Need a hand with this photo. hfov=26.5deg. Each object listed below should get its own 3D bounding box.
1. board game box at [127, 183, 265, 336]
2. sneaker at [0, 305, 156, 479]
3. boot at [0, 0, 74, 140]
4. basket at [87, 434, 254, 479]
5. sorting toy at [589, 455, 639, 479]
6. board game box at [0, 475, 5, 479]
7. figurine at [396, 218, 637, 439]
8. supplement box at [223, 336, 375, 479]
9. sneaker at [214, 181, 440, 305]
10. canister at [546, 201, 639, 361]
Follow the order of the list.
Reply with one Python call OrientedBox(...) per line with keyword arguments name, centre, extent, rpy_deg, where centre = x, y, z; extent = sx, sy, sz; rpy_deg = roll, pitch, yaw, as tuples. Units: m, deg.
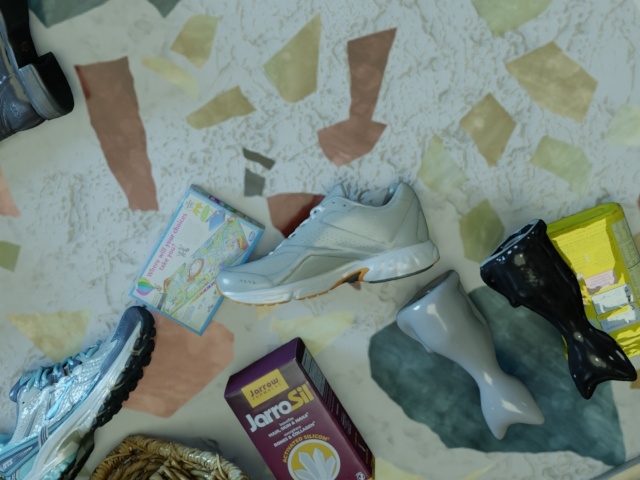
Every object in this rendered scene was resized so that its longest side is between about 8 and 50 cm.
OrientedBox(name="board game box", centre=(-0.148, 0.024, 1.627), extent=(0.103, 0.026, 0.154), rpy_deg=(31, 103, -6))
OrientedBox(name="sneaker", centre=(-0.307, 0.185, 1.634), extent=(0.122, 0.110, 0.283), rpy_deg=(36, 98, 5))
OrientedBox(name="boot", centre=(-0.429, -0.195, 1.556), extent=(0.229, 0.091, 0.263), rpy_deg=(-25, 95, 16))
OrientedBox(name="basket", centre=(-0.191, 0.376, 1.556), extent=(0.223, 0.299, 0.213), rpy_deg=(46, 144, -9))
OrientedBox(name="sorting toy", centre=(0.362, 0.432, 1.665), extent=(0.257, 0.089, 0.255), rpy_deg=(-29, 95, 9))
OrientedBox(name="board game box", centre=(-0.433, 0.327, 1.711), extent=(0.136, 0.030, 0.259), rpy_deg=(-37, 100, 8))
OrientedBox(name="figurine", centre=(0.226, 0.115, 1.566), extent=(0.215, 0.092, 0.209), rpy_deg=(-33, 94, 34))
OrientedBox(name="supplement box", centre=(-0.023, 0.228, 1.645), extent=(0.104, 0.081, 0.188), rpy_deg=(-30, 101, 9))
OrientedBox(name="sneaker", centre=(0.000, 0.000, 1.591), extent=(0.262, 0.099, 0.121), rpy_deg=(-13, 95, -3))
OrientedBox(name="canister", centre=(0.324, 0.054, 1.596), extent=(0.126, 0.073, 0.170), rpy_deg=(-21, 101, 8))
